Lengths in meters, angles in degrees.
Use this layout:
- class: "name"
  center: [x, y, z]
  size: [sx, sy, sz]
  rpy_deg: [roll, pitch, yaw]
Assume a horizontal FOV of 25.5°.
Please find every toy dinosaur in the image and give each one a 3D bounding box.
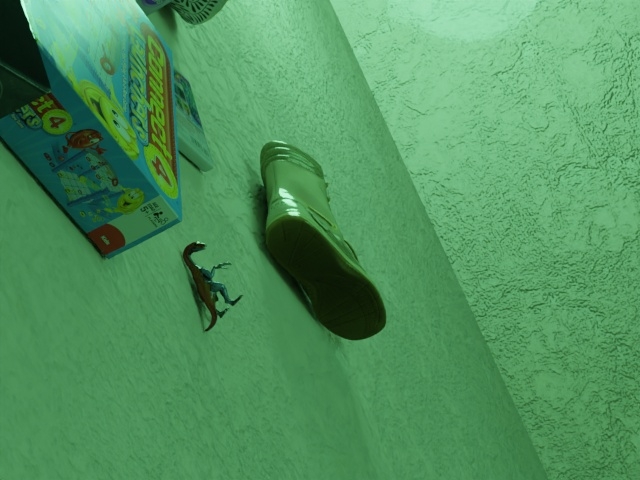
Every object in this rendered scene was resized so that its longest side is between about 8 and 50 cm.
- class: "toy dinosaur"
  center: [-0.122, 0.041, 1.521]
  size: [0.082, 0.047, 0.090]
  rpy_deg: [45, 25, -2]

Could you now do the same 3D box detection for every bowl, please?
- class: "bowl"
  center: [-0.179, -0.383, 1.903]
  size: [0.080, 0.170, 0.170]
  rpy_deg: [14, 45, -38]

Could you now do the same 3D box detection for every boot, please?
- class: "boot"
  center: [0.000, 0.000, 1.957]
  size: [0.262, 0.095, 0.203]
  rpy_deg: [49, 18, -36]

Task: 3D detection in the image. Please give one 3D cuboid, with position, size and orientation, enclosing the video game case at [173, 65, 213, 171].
- class: "video game case"
  center: [-0.188, -0.173, 1.712]
  size: [0.157, 0.019, 0.143]
  rpy_deg: [42, 25, -56]

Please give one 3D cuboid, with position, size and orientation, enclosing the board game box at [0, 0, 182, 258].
- class: "board game box"
  center: [-0.251, -0.190, 1.347]
  size: [0.302, 0.086, 0.308]
  rpy_deg: [53, 17, -38]

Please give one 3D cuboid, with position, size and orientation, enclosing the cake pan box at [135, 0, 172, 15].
- class: "cake pan box"
  center: [-0.278, -0.442, 1.764]
  size: [0.267, 0.070, 0.245]
  rpy_deg: [44, 26, -57]

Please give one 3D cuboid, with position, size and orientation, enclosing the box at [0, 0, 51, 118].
- class: "box"
  center: [-0.320, -0.210, 0.992]
  size: [0.165, 0.143, 0.270]
  rpy_deg: [30, 36, -66]
